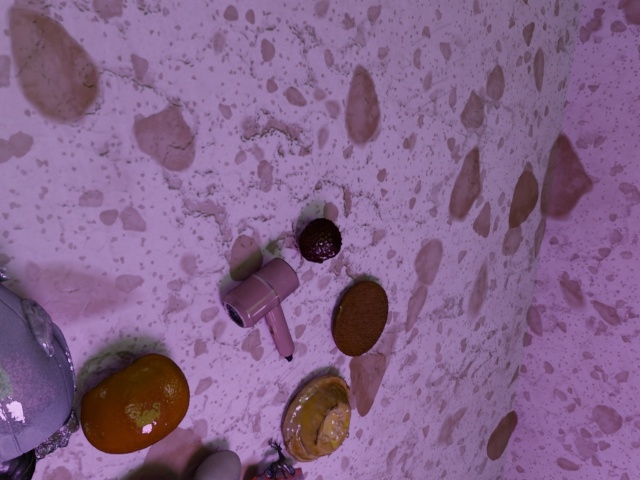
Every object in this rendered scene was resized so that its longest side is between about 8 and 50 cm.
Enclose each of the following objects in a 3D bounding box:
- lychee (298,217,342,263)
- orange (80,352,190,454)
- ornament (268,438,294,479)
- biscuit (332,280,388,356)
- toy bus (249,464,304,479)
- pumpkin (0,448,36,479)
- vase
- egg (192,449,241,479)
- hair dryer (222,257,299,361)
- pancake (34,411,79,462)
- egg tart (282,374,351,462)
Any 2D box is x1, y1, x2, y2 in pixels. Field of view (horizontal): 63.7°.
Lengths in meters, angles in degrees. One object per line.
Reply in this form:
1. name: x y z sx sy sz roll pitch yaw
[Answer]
1. lychee: 0.002 0.001 1.430 0.123 0.123 0.129 55 36 -39
2. orange: -0.391 0.356 1.121 0.237 0.158 0.180 -21 100 -37
3. ornament: -0.128 0.647 1.515 0.073 0.028 0.125 -4 67 -49
4. biscuit: 0.130 0.254 1.684 0.261 0.037 0.262 -15 113 -40
5. toy bus: -0.131 0.721 1.528 0.192 0.077 0.065 15 132 -44
6. pumpkin: -0.614 0.428 0.944 0.167 0.125 0.167 -46 161 -21
7. vase: -0.578 0.140 0.823 0.249 0.249 0.446 -32 122 -34
8. egg: -0.269 0.618 1.347 0.152 0.114 0.114 -47 133 -48
9. hair dryer: -0.128 0.229 1.393 0.189 0.106 0.345 -39 132 -29
10. pancake: -0.566 0.394 1.058 0.129 0.022 0.116 -29 119 -35
11. egg tart: 0.012 0.564 1.610 0.290 0.115 0.291 -17 115 -42
